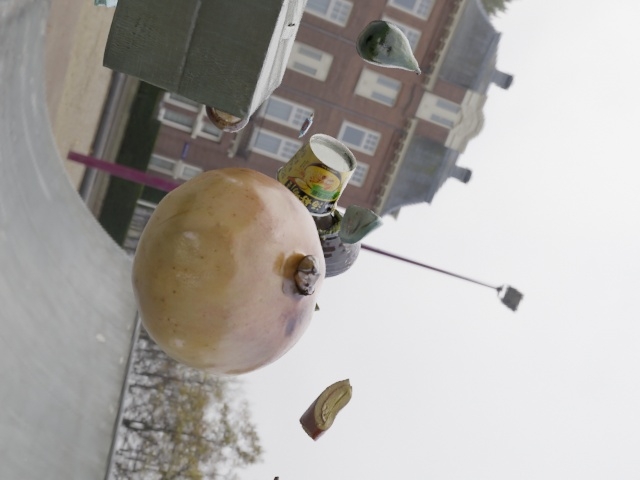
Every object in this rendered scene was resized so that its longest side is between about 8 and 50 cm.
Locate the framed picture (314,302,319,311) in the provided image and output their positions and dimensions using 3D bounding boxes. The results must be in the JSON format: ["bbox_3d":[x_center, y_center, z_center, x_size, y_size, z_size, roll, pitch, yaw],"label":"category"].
[{"bbox_3d":[-0.117,0.165,1.832,0.136,0.201,0.010,-122,-151,-55],"label":"framed picture"}]

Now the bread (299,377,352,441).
[{"bbox_3d":[0.001,0.415,1.606,0.192,0.067,0.119,-53,176,30],"label":"bread"}]

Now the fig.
[{"bbox_3d":[0.176,-0.466,1.632,0.117,0.178,0.117,-158,-90,-82],"label":"fig"}]

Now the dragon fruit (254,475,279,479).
[{"bbox_3d":[-0.036,0.682,1.438,0.286,0.329,0.228,108,-7,-45],"label":"dragon fruit"}]

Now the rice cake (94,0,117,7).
[{"bbox_3d":[-0.370,-0.473,1.302,0.180,0.030,0.042,-45,155,-56],"label":"rice cake"}]

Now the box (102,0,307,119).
[{"bbox_3d":[-0.099,-0.239,0.702,0.231,0.155,0.148,-80,-169,-68],"label":"box"}]

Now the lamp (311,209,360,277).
[{"bbox_3d":[0.000,0.000,1.969,0.247,0.247,0.246,-163,-90,-73],"label":"lamp"}]

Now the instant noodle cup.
[{"bbox_3d":[-0.004,-0.143,1.416,0.122,0.151,0.151,-53,-154,39],"label":"instant noodle cup"}]

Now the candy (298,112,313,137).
[{"bbox_3d":[-0.042,-0.333,1.941,0.083,0.020,0.030,-58,179,16],"label":"candy"}]

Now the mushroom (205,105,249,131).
[{"bbox_3d":[-0.241,-0.345,1.743,0.087,0.127,0.127,148,-44,-68],"label":"mushroom"}]

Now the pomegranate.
[{"bbox_3d":[-0.130,0.051,1.090,0.338,0.338,0.338,-163,-90,-73],"label":"pomegranate"}]

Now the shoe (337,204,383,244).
[{"bbox_3d":[0.077,-0.040,1.534,0.079,0.078,0.195,-34,-177,-13],"label":"shoe"}]
